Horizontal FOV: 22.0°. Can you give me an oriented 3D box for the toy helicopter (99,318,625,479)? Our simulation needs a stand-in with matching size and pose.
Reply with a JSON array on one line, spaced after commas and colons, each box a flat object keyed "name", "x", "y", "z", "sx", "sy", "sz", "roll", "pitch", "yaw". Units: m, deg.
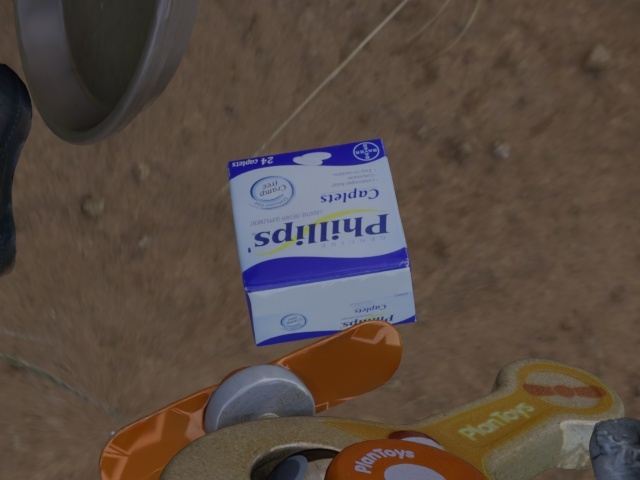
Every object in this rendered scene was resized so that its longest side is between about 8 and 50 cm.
[{"name": "toy helicopter", "x": 0.044, "y": 0.124, "z": 0.904, "sx": 0.235, "sy": 0.355, "sz": 0.140, "roll": 26, "pitch": 115, "yaw": 32}]

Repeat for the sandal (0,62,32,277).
[{"name": "sandal", "x": -0.197, "y": -0.044, "z": 0.856, "sx": 0.107, "sy": 0.446, "sz": 0.167, "roll": 5, "pitch": 91, "yaw": -3}]

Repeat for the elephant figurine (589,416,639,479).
[{"name": "elephant figurine", "x": 0.212, "y": 0.107, "z": 0.721, "sx": 0.169, "sy": 0.239, "sz": 0.186, "roll": 6, "pitch": 68, "yaw": 1}]

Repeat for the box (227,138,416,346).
[{"name": "box", "x": 0.000, "y": 0.000, "z": 1.258, "sx": 0.126, "sy": 0.072, "sz": 0.137, "roll": -9, "pitch": 49, "yaw": -2}]

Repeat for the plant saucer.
[{"name": "plant saucer", "x": -0.139, "y": -0.199, "z": 1.071, "sx": 0.041, "sy": 0.278, "sz": 0.278, "roll": 0, "pitch": 83, "yaw": -30}]
